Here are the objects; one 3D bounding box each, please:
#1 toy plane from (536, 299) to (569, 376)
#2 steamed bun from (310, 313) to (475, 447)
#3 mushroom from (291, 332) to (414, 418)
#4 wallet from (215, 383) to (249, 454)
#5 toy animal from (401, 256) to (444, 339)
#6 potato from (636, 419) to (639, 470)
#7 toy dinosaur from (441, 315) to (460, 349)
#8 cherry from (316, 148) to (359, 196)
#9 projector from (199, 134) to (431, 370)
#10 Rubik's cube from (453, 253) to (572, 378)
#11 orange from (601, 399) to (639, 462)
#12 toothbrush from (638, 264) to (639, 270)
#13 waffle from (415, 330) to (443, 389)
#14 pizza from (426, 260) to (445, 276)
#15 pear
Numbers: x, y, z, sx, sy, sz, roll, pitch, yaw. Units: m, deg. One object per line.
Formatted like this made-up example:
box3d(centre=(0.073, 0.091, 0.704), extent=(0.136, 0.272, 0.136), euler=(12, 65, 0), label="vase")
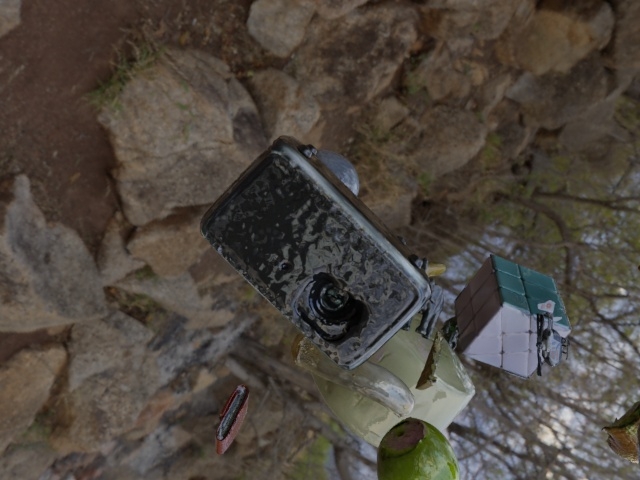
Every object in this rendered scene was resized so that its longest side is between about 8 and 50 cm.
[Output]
box3d(centre=(0.589, 0.248, 1.708), extent=(0.053, 0.078, 0.197), euler=(-149, -126, -70), label="toy plane")
box3d(centre=(0.194, 0.384, 1.948), extent=(0.371, 0.456, 0.290), euler=(-56, 161, 25), label="steamed bun")
box3d(centre=(0.083, 0.346, 1.724), extent=(0.095, 0.351, 0.122), euler=(-57, 172, -37), label="mushroom")
box3d(centre=(-0.221, 0.444, 1.643), extent=(0.204, 0.045, 0.142), euler=(107, 9, -62), label="wallet")
box3d(centre=(0.224, 0.143, 1.508), extent=(0.137, 0.082, 0.269), euler=(-65, 159, -15), label="toy animal")
box3d(centre=(0.775, 0.480, 1.407), extent=(0.177, 0.369, 0.195), euler=(-24, -157, 5), label="potato")
box3d(centre=(0.448, 0.304, 2.252), extent=(0.187, 0.087, 0.179), euler=(-65, 171, 19), label="toy dinosaur")
box3d(centre=(-0.009, -0.161, 2.004), extent=(0.296, 0.255, 0.218), euler=(-145, -132, -64), label="cherry")
box3d(centre=(0.000, 0.000, 1.300), extent=(0.242, 0.395, 0.405), euler=(-46, -175, 8), label="projector")
box3d(centre=(0.540, 0.216, 1.903), extent=(0.224, 0.231, 0.221), euler=(-82, -164, -53), label="Rubik's cube")
box3d(centre=(0.948, 0.505, 1.891), extent=(0.262, 0.196, 0.334), euler=(-49, 142, -23), label="orange")
box3d(centre=(0.780, 0.065, 1.267), extent=(0.023, 0.321, 0.031), euler=(-52, 138, -43), label="toothbrush")
box3d(centre=(0.257, 0.260, 1.485), extent=(0.152, 0.023, 0.097), euler=(-62, 179, -26), label="waffle")
box3d(centre=(0.192, 0.106, 1.799), extent=(0.197, 0.292, 0.058), euler=(129, -48, -72), label="pizza")
box3d(centre=(0.214, 0.502, 1.440), extent=(0.188, 0.219, 0.187), euler=(-22, -157, 10), label="pear")
